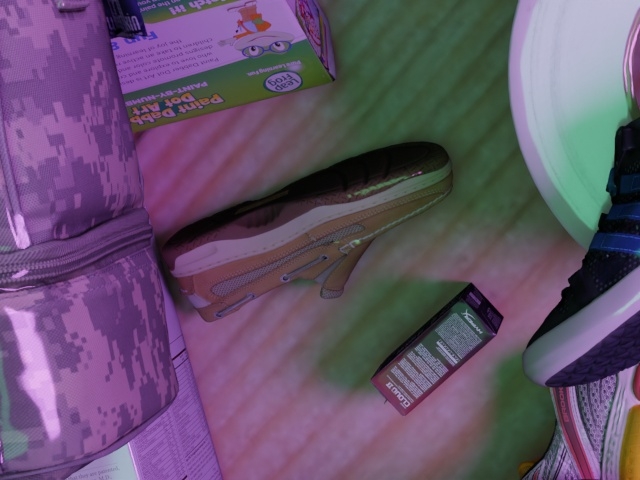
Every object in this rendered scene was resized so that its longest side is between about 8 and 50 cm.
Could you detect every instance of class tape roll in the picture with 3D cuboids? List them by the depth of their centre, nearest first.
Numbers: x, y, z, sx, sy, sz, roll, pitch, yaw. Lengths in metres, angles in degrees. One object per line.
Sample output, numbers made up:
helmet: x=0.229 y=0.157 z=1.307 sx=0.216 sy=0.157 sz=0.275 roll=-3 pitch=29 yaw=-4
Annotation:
tape roll: x=0.225 y=-0.092 z=0.755 sx=0.246 sy=0.169 sz=0.246 roll=1 pitch=97 yaw=12

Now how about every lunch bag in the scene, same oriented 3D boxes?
lunch bag: x=-0.230 y=-0.011 z=0.680 sx=0.305 sy=0.212 sz=0.256 roll=-10 pitch=97 yaw=12

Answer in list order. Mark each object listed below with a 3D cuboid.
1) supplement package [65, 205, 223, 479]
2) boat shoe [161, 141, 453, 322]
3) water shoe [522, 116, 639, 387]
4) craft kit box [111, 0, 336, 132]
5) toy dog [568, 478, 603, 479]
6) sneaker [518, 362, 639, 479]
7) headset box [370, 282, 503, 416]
supplement package: x=-0.186 y=0.105 z=0.872 sx=0.194 sy=0.149 sz=0.203 roll=-14 pitch=94 yaw=12
boat shoe: x=0.000 y=0.000 z=0.872 sx=0.190 sy=0.068 sz=0.072 roll=-19 pitch=106 yaw=23
water shoe: x=0.163 y=-0.015 z=0.667 sx=0.203 sy=0.073 sz=0.080 roll=-45 pitch=60 yaw=16
craft kit box: x=-0.144 y=-0.135 z=0.789 sx=0.250 sy=0.246 sz=0.061 roll=-13 pitch=62 yaw=12
toy dog: x=0.033 y=0.245 z=0.796 sx=0.334 sy=0.161 sz=0.220 roll=-35 pitch=82 yaw=31
sneaker: x=0.165 y=0.166 z=0.856 sx=0.093 sy=0.088 sz=0.225 roll=14 pitch=106 yaw=36
headset box: x=0.068 y=0.067 z=0.862 sx=0.083 sy=0.062 sz=0.032 roll=-44 pitch=87 yaw=12
